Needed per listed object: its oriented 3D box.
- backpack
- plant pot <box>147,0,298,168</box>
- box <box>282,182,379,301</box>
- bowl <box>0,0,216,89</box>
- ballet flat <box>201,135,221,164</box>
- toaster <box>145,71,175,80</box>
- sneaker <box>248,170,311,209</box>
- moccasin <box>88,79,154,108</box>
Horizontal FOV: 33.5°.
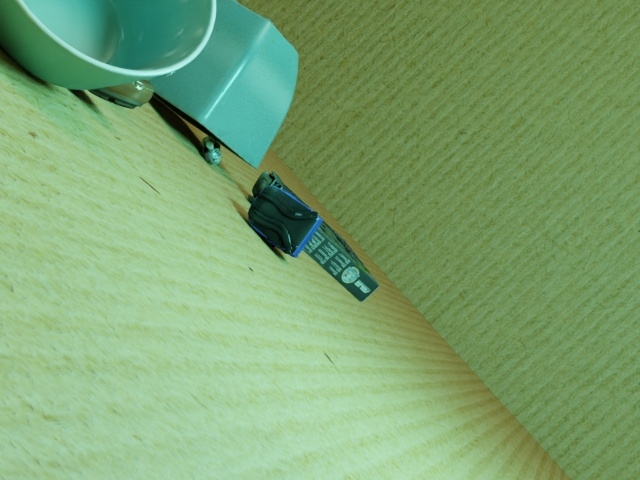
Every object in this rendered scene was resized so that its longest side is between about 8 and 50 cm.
[{"bbox_3d":[-0.071,-0.034,1.935,0.120,0.098,0.101,35,-6,8],"label":"backpack"},{"bbox_3d":[-0.192,-0.344,2.165,0.248,0.252,0.247,35,-1,30],"label":"plant pot"},{"bbox_3d":[0.000,0.000,2.442,0.270,0.060,0.216,42,7,-39],"label":"box"},{"bbox_3d":[-0.306,-0.316,1.356,0.312,0.163,0.311,20,58,-34],"label":"bowl"},{"bbox_3d":[-0.221,-0.189,2.143,0.041,0.041,0.114,45,7,-26],"label":"ballet flat"},{"bbox_3d":[-0.329,-0.341,1.682,0.227,0.146,0.129,61,2,-20],"label":"toaster"},{"bbox_3d":[-0.084,-0.068,2.142,0.130,0.087,0.227,44,2,-13],"label":"sneaker"},{"bbox_3d":[-0.369,-0.344,1.535,0.380,0.147,0.139,48,5,14],"label":"moccasin"}]
